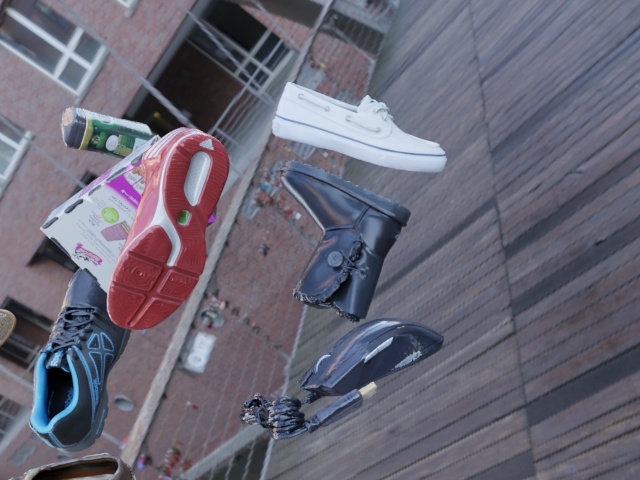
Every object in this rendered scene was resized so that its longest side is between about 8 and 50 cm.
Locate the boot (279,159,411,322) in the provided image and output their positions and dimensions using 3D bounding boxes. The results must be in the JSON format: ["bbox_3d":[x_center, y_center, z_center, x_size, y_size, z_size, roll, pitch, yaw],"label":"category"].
[{"bbox_3d":[0.000,0.000,1.015,0.207,0.246,0.094,-63,-19,-5],"label":"boot"}]

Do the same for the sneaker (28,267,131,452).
[{"bbox_3d":[-0.413,0.185,1.083,0.139,0.125,0.340,83,-174,-65],"label":"sneaker"}]

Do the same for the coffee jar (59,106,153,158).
[{"bbox_3d":[-0.462,-0.227,1.346,0.079,0.184,0.096,-62,39,23],"label":"coffee jar"}]

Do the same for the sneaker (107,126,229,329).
[{"bbox_3d":[-0.169,-0.020,0.681,0.221,0.087,0.128,-61,28,7],"label":"sneaker"}]

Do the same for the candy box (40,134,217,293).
[{"bbox_3d":[-0.310,-0.040,1.028,0.233,0.159,0.071,-33,25,10],"label":"candy box"}]

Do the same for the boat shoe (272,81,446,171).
[{"bbox_3d":[0.055,-0.142,0.780,0.083,0.226,0.075,-97,20,-72],"label":"boat shoe"}]

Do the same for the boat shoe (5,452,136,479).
[{"bbox_3d":[-0.382,0.337,0.831,0.095,0.258,0.095,-118,23,-44],"label":"boat shoe"}]

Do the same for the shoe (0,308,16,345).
[{"bbox_3d":[-0.669,0.204,1.167,0.219,0.076,0.058,-39,12,-12],"label":"shoe"}]

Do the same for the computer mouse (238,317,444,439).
[{"bbox_3d":[0.036,0.137,0.693,0.262,0.060,0.184,-20,-1,-18],"label":"computer mouse"}]
